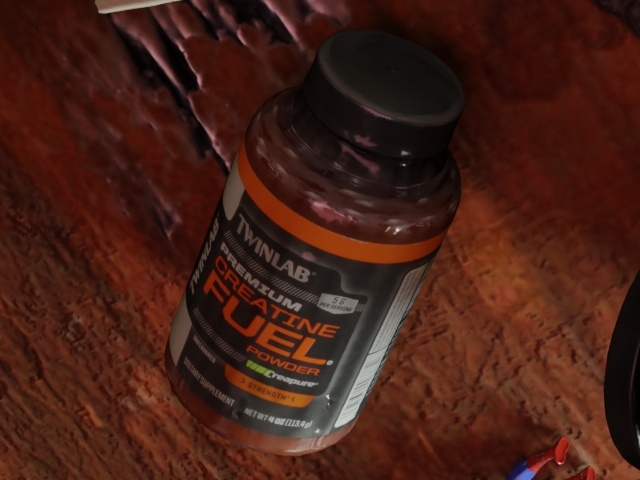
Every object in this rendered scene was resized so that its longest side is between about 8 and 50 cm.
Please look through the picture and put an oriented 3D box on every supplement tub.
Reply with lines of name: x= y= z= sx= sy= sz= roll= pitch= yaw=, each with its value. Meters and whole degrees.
supplement tub: x=0.000 y=0.000 z=0.846 sx=0.106 sy=0.106 sz=0.198 roll=26 pitch=125 yaw=4

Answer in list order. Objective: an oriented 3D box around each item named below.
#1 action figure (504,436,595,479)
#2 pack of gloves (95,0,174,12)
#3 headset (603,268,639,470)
action figure: x=0.089 y=0.142 z=0.948 sx=0.038 sy=0.030 sz=0.115 roll=44 pitch=127 yaw=-15
pack of gloves: x=0.051 y=-0.150 z=0.681 sx=0.232 sy=0.195 sz=0.046 roll=-7 pitch=112 yaw=24
headset: x=0.200 y=0.037 z=0.720 sx=0.243 sy=0.185 sz=0.394 roll=-22 pitch=85 yaw=50
